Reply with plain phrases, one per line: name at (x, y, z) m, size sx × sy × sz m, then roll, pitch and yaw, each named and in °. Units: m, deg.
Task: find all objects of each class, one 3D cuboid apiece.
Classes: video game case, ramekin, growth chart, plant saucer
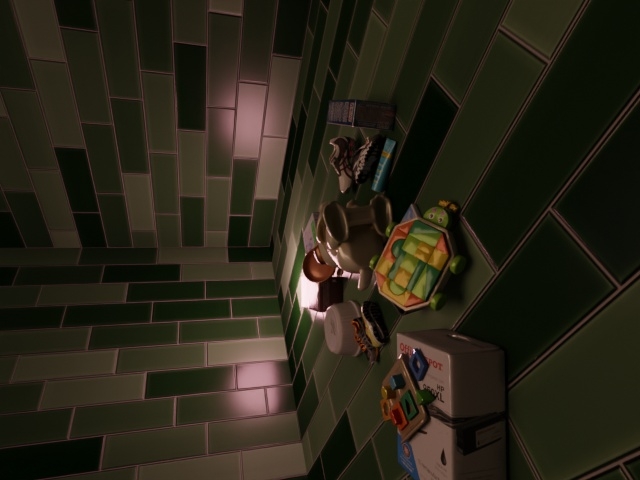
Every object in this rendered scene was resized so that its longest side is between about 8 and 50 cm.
video game case at (0.321, 0.013, 1.420) m, size 0.193 × 0.023 × 0.212 m, roll 110°, pitch 154°, yaw -49°
ramekin at (0.108, 0.423, 1.949) m, size 0.273 × 0.127 × 0.272 m, roll 180°, pitch 90°, yaw -74°
growth chart at (0.186, -0.359, 1.876) m, size 0.237 × 0.021 × 0.171 m, roll 162°, pitch 107°, yaw -73°
plant saucer at (-0.001, 0.126, 2.103) m, size 0.037 × 0.200 × 0.199 m, roll 32°, pitch -127°, yaw -55°

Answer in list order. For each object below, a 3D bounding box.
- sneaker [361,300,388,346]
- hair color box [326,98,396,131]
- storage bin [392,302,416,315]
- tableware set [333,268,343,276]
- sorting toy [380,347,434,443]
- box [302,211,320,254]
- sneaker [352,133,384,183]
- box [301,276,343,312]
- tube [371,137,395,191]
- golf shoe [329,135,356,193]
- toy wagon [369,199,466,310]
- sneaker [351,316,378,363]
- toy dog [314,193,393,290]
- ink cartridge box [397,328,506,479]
sneaker at (0.212, 0.349, 1.688) m, size 0.094 × 0.082 × 0.208 m, roll 106°, pitch 156°, yaw -49°
hair color box at (0.159, -0.526, 1.697) m, size 0.347 × 0.174 × 0.105 m, roll -132°, pitch 46°, yaw -65°
storage bin at (0.300, 0.149, 1.341) m, size 0.122 × 0.085 × 0.180 m, roll 59°, pitch 148°, yaw 34°
tableware set at (0.090, 0.120, 2.080) m, size 0.169 × 0.020 × 0.140 m, roll -4°, pitch 68°, yaw 56°
sorting toy at (0.219, 0.445, 1.140) m, size 0.347 × 0.047 × 0.195 m, roll 105°, pitch 158°, yaw -45°
box at (0.000, 0.000, 2.319) m, size 0.262 × 0.127 × 0.230 m, roll 118°, pitch 146°, yaw -58°
sneaker at (0.189, -0.360, 1.720) m, size 0.106 × 0.078 × 0.234 m, roll 61°, pitch 144°, yaw 36°
box at (0.001, 0.297, 2.292) m, size 0.381 × 0.143 × 0.190 m, roll 164°, pitch 106°, yaw -71°
tube at (0.255, -0.297, 1.612) m, size 0.080 × 0.052 × 0.206 m, roll -132°, pitch 50°, yaw -56°
golf shoe at (0.097, -0.357, 1.935) m, size 0.105 × 0.120 × 0.272 m, roll -146°, pitch 54°, yaw -68°
toy wagon at (0.296, 0.033, 1.213) m, size 0.267 × 0.068 × 0.343 m, roll 33°, pitch 104°, yaw 42°
sneaker at (0.190, 0.430, 1.758) m, size 0.084 × 0.083 × 0.214 m, roll 113°, pitch 150°, yaw -50°
toy dog at (0.127, 0.006, 1.730) m, size 0.408 × 0.285 × 0.394 m, roll 159°, pitch 92°, yaw -74°
ink cartridge box at (0.341, 0.462, 1.105) m, size 0.285 × 0.167 × 0.393 m, roll 174°, pitch 96°, yaw -73°
